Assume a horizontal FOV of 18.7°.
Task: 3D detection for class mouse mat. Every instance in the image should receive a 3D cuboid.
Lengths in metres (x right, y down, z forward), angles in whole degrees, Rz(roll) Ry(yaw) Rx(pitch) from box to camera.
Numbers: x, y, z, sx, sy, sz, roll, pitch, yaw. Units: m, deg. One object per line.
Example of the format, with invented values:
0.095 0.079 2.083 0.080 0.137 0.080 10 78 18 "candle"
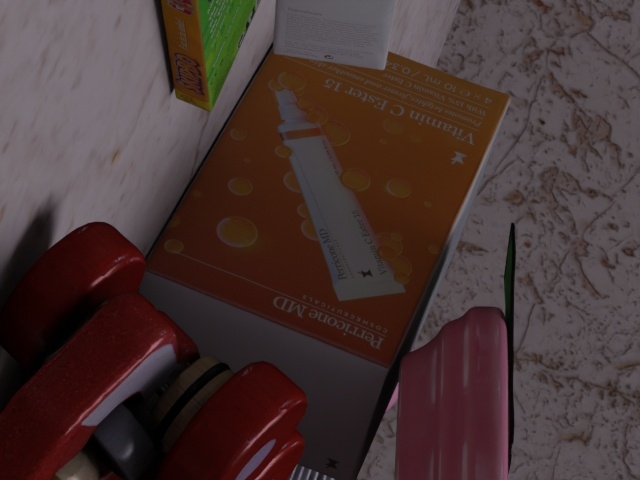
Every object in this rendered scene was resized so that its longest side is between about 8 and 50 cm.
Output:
0.148 0.095 1.534 0.152 0.007 0.190 81 12 -72 "mouse mat"

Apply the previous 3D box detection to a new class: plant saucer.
0.099 0.216 1.511 0.332 0.084 0.332 1 90 -86 "plant saucer"

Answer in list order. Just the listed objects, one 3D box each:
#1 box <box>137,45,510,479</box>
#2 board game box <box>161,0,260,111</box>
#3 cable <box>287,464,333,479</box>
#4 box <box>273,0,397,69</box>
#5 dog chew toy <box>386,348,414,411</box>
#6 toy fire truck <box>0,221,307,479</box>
0.000 0.000 1.666 0.168 0.215 0.345 105 8 -48 "box"
-0.064 -0.183 1.258 0.259 0.039 0.124 103 9 -75 "board game box"
-0.075 0.186 1.775 0.257 0.089 0.257 -18 -127 57 "cable"
0.019 -0.226 1.461 0.170 0.091 0.130 99 -1 -69 "box"
0.026 0.064 2.343 0.207 0.206 0.332 105 1 -54 "dog chew toy"
-0.152 0.148 1.176 0.254 0.169 0.302 -47 168 -13 "toy fire truck"
